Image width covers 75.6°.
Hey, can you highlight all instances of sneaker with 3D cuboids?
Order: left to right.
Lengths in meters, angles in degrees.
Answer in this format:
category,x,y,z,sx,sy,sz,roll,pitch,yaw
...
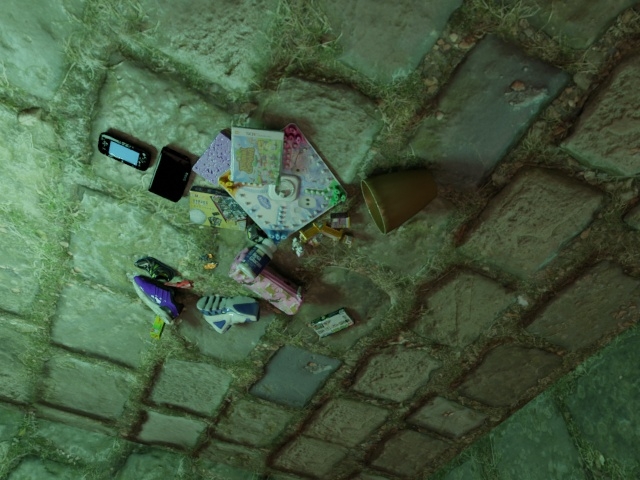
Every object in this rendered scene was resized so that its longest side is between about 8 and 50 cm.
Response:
category,x,y,z,sx,sy,sz,roll,pitch,yaw
sneaker,-0.786,0.141,1.951,0.188,0.078,0.067,28,119,-18
sneaker,-0.784,0.263,2.019,0.293,0.146,0.102,44,149,7
sneaker,-0.456,0.382,2.098,0.316,0.127,0.182,4,129,7

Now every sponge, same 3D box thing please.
category,x,y,z,sx,sy,sz,roll,pitch,yaw
sponge,-0.406,-0.326,1.645,0.117,0.031,0.210,36,118,-22

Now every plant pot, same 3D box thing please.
category,x,y,z,sx,sy,sz,roll,pitch,yaw
plant pot,0.322,-0.179,1.634,0.254,0.237,0.237,-23,123,0

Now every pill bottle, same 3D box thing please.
category,x,y,z,sx,sy,sz,roll,pitch,yaw
pill bottle,-0.265,0.076,1.774,0.169,0.094,0.094,-51,118,-17

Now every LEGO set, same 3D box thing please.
category,x,y,z,sx,sy,sz,roll,pitch,yaw
LEGO set,0.000,0.000,1.827,0.287,0.132,0.107,-8,152,-27

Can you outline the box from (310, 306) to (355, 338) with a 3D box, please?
category,x,y,z,sx,sy,sz,roll,pitch,yaw
box,0.064,0.434,2.165,0.207,0.036,0.114,-26,121,18

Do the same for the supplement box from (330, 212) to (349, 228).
category,x,y,z,sx,sy,sz,roll,pitch,yaw
supplement box,0.085,-0.086,1.796,0.083,0.043,0.055,-2,125,2

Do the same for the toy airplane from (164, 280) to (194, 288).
category,x,y,z,sx,sy,sz,roll,pitch,yaw
toy airplane,-0.672,0.211,1.993,0.151,0.028,0.151,3,165,1

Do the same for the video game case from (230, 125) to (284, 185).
category,x,y,z,sx,sy,sz,roll,pitch,yaw
video game case,-0.241,-0.318,1.566,0.193,0.023,0.212,5,119,-6

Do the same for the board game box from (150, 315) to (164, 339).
category,x,y,z,sx,sy,sz,roll,pitch,yaw
board game box,-0.791,0.392,2.052,0.043,0.181,0.092,16,147,-10

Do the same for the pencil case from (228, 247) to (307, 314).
category,x,y,z,sx,sy,sz,roll,pitch,yaw
pencil case,-0.247,0.194,1.930,0.386,0.160,0.167,37,107,-21

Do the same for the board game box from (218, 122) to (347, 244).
category,x,y,z,sx,sy,sz,roll,pitch,yaw
board game box,-0.149,-0.210,1.682,0.390,0.050,0.390,-33,118,14

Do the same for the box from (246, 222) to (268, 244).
category,x,y,z,sx,sy,sz,roll,pitch,yaw
box,-0.278,-0.028,1.815,0.052,0.062,0.083,-28,149,18

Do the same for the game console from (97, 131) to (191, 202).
category,x,y,z,sx,sy,sz,roll,pitch,yaw
game console,-0.710,-0.307,1.658,0.361,0.044,0.213,24,122,-14

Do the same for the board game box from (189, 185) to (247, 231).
category,x,y,z,sx,sy,sz,roll,pitch,yaw
board game box,-0.434,-0.134,1.773,0.243,0.042,0.165,9,125,-5

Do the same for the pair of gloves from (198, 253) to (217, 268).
category,x,y,z,sx,sy,sz,roll,pitch,yaw
pair of gloves,-0.535,0.101,1.959,0.074,0.010,0.083,-15,123,12
